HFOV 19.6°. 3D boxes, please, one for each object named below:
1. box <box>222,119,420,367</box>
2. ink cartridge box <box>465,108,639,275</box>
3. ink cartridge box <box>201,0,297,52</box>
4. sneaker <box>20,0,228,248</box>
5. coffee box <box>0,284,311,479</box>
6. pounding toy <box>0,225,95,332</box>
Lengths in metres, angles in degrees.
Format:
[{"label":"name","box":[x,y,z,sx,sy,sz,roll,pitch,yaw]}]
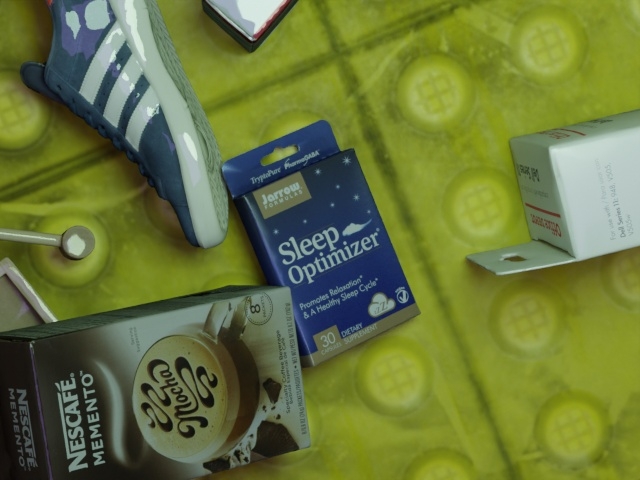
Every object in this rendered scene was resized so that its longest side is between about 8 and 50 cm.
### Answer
[{"label":"box","box":[0.000,0.000,1.881,0.136,0.036,0.225,-25,95,-24]},{"label":"ink cartridge box","box":[0.316,-0.067,1.839,0.353,0.207,0.119,-14,96,-5]},{"label":"ink cartridge box","box":[-0.052,-0.257,1.811,0.072,0.175,0.127,40,89,-4]},{"label":"sneaker","box":[-0.207,-0.141,1.838,0.148,0.131,0.350,-22,91,5]},{"label":"coffee box","box":[-0.168,0.149,1.788,0.297,0.119,0.168,-12,96,-36]},{"label":"pounding toy","box":[-0.310,0.062,1.855,0.206,0.094,0.181,-39,91,-11]}]
